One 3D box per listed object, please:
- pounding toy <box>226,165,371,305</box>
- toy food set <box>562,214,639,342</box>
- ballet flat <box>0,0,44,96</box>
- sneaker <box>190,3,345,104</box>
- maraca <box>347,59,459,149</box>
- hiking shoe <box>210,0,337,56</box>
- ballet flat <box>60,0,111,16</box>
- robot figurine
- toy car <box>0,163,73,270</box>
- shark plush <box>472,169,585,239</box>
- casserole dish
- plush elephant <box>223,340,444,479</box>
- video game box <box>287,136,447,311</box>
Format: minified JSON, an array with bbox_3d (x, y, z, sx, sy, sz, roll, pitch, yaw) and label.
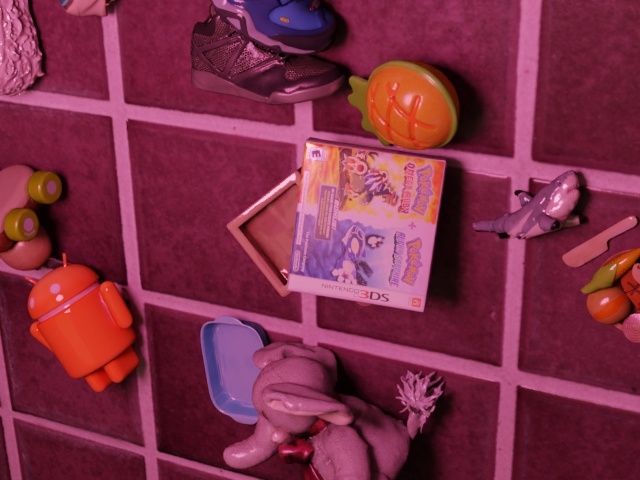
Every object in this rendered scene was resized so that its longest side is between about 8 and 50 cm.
[{"bbox_3d":[0.011,-0.001,1.605,0.181,0.094,0.206,-37,93,14],"label":"pounding toy"},{"bbox_3d":[0.402,0.073,1.466,0.132,0.038,0.192,-38,92,35],"label":"toy food set"},{"bbox_3d":[-0.504,-0.398,1.666,0.147,0.147,0.409,-4,110,29],"label":"ballet flat"},{"bbox_3d":[-0.076,-0.254,1.534,0.227,0.087,0.130,15,125,27],"label":"sneaker"},{"bbox_3d":[0.103,-0.170,1.478,0.185,0.099,0.127,1,123,54],"label":"maraca"},{"bbox_3d":[-0.090,-0.349,1.443,0.304,0.113,0.132,37,138,-14],"label":"hiking shoe"},{"bbox_3d":[-0.276,-0.403,1.583,0.086,0.086,0.248,41,127,5],"label":"ballet flat"},{"bbox_3d":[-0.381,0.132,1.851,0.219,0.128,0.158,59,156,-7],"label":"robot figurine"},{"bbox_3d":[-0.468,-0.013,1.856,0.155,0.149,0.188,4,143,30],"label":"toy car"},{"bbox_3d":[0.270,-0.038,1.494,0.161,0.073,0.067,-21,82,54],"label":"shark plush"},{"bbox_3d":[-0.123,0.195,1.802,0.114,0.037,0.188,4,114,27],"label":"casserole dish"},{"bbox_3d":[-0.012,0.279,1.653,0.255,0.272,0.330,30,95,-3],"label":"plush elephant"},{"bbox_3d":[0.060,-0.020,1.521,0.187,0.048,0.205,8,102,5],"label":"video game box"}]
